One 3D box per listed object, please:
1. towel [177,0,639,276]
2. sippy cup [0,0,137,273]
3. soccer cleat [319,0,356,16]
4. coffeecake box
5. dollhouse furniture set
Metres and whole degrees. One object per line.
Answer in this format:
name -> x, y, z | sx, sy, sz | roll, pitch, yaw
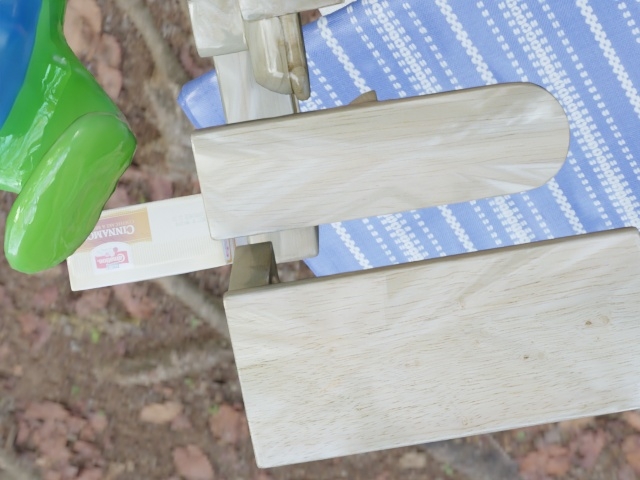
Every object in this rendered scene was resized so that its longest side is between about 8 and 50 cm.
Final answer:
towel -> 0.104, -0.074, 0.885 | 0.336, 0.040, 0.243 | -22, 124, 25
sippy cup -> -0.223, -0.098, 0.462 | 0.305, 0.224, 0.240 | -5, 95, 4
soccer cleat -> 0.103, -0.271, 1.633 | 0.143, 0.331, 0.116 | 46, 109, 22
coffeecake box -> -0.141, -0.001, 1.280 | 0.142, 0.185, 0.068 | -10, 90, 8
dollhouse furniture set -> 0.029, -0.031, 0.465 | 0.123, 0.151, 0.144 | -9, 109, 3
